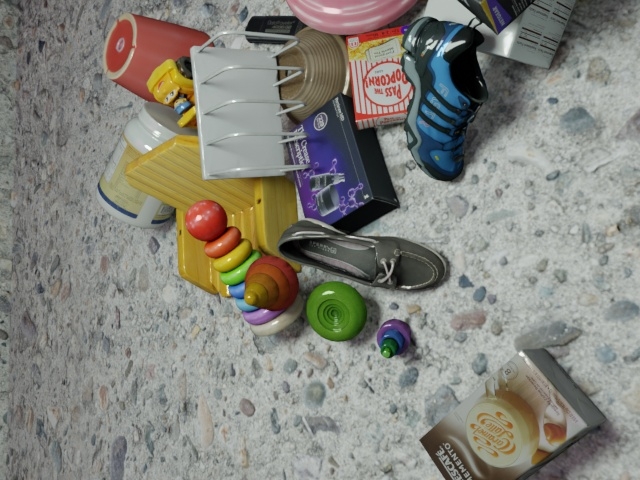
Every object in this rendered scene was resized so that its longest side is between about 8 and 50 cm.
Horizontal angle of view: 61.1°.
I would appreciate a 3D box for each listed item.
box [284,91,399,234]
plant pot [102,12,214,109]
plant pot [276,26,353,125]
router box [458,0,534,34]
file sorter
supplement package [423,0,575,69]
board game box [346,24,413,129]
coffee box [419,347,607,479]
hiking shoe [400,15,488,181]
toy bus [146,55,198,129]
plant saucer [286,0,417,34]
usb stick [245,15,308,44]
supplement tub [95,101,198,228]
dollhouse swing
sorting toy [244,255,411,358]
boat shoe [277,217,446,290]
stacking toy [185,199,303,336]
[{"bbox_3d":[0.039,-0.155,1.182,0.184,0.103,0.261,-29,65,33],"label":"box"},{"bbox_3d":[-0.493,-0.538,1.626,0.275,0.243,0.275,-9,77,41],"label":"plant pot"},{"bbox_3d":[-0.038,-0.380,1.252,0.237,0.110,0.237,5,98,42],"label":"plant pot"},{"bbox_3d":[0.256,-0.487,0.795,0.243,0.081,0.309,-43,54,18],"label":"router box"},{"bbox_3d":[-0.138,-0.274,1.125,0.173,0.193,0.277,2,98,59],"label":"file sorter"},{"bbox_3d":[0.311,-0.421,0.920,0.194,0.149,0.203,35,118,40],"label":"supplement package"},{"bbox_3d":[0.136,-0.335,1.114,0.147,0.045,0.193,-8,77,9],"label":"board game box"},{"bbox_3d":[0.301,0.305,0.872,0.246,0.098,0.141,-52,53,23],"label":"coffee box"},{"bbox_3d":[0.219,-0.223,0.930,0.132,0.113,0.304,26,145,44],"label":"hiking shoe"},{"bbox_3d":[-0.337,-0.366,1.482,0.149,0.220,0.211,-27,72,40],"label":"toy bus"},{"bbox_3d":[0.069,-0.595,1.135,0.332,0.084,0.332,-4,72,13],"label":"plant saucer"},{"bbox_3d":[-0.098,-0.544,1.404,0.278,0.045,0.077,21,91,42],"label":"usb stick"},{"bbox_3d":[-0.489,-0.217,1.581,0.316,0.228,0.228,-55,52,21],"label":"supplement tub"},{"bbox_3d":[-0.280,-0.038,1.315,0.347,0.305,0.315,-16,73,39],"label":"dollhouse swing"},{"bbox_3d":[-0.006,0.145,1.055,0.365,0.126,0.127,22,106,12],"label":"sorting toy"},{"bbox_3d":[0.071,0.040,1.062,0.335,0.095,0.112,15,120,23],"label":"boat shoe"},{"bbox_3d":[-0.175,0.050,1.197,0.141,0.141,0.330,-14,117,40],"label":"stacking toy"}]
